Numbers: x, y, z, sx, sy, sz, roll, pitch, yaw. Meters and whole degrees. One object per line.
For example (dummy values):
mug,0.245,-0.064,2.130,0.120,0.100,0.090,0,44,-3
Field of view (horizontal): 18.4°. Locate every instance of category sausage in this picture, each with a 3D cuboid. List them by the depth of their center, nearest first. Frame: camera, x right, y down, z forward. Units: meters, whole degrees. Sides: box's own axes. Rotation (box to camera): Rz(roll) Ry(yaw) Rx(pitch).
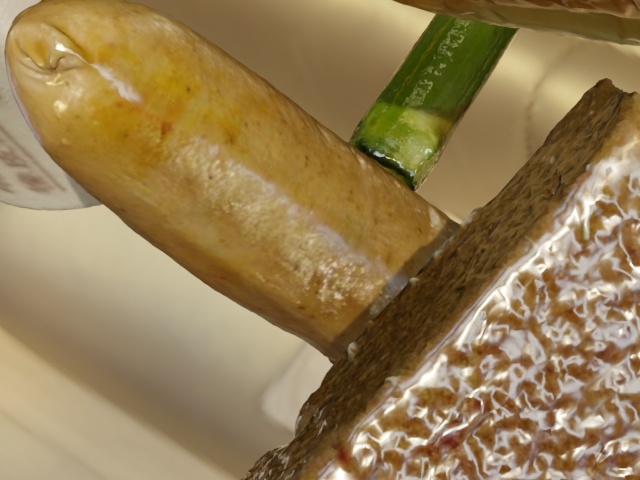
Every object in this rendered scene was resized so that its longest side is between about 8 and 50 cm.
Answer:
sausage,-0.002,-0.001,1.215,0.501,0.123,0.136,35,177,-32

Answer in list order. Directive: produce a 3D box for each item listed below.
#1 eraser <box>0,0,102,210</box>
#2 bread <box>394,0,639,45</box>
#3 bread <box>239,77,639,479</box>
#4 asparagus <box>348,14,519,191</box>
eraser,-0.248,-0.126,1.409,0.174,0.095,0.270,3,153,29
bread,0.122,-0.196,0.880,0.389,0.183,0.236,14,172,28
bread,0.058,0.121,0.932,0.165,0.416,0.113,44,180,-16
asparagus,0.104,-0.142,1.340,0.060,0.277,0.067,28,158,12
